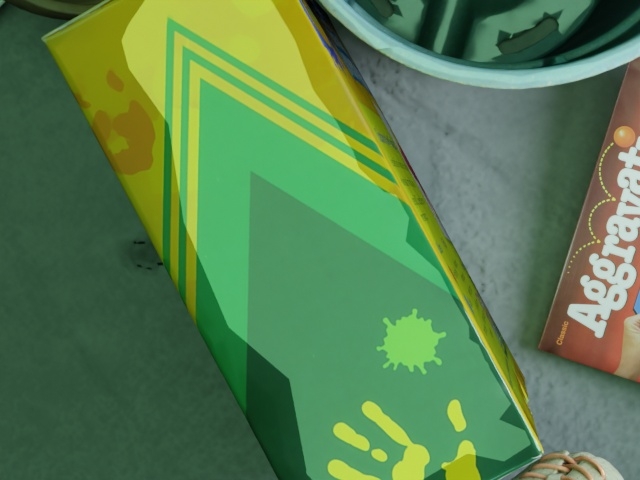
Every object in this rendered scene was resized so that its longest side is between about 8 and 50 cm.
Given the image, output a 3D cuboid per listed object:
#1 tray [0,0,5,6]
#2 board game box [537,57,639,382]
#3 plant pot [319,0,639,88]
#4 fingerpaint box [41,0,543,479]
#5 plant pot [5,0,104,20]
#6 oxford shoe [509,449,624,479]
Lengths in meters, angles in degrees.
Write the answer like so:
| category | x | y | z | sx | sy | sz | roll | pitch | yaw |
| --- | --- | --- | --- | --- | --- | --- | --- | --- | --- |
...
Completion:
| category | x | y | z | sx | sy | sz | roll | pitch | yaw |
| --- | --- | --- | --- | --- | --- | --- | --- | --- | --- |
| tray | -0.263 | -0.322 | 1.377 | 0.145 | 0.030 | 0.270 | 45 | 93 | 3 |
| board game box | 0.290 | -0.018 | 1.300 | 0.145 | 0.027 | 0.281 | 18 | 106 | 12 |
| plant pot | 0.129 | -0.267 | 1.195 | 0.341 | 0.334 | 0.341 | 0 | 89 | 1 |
| fingerpaint box | 0.000 | 0.000 | 1.152 | 0.163 | 0.445 | 0.371 | -28 | 89 | 6 |
| plant pot | -0.222 | -0.289 | 1.281 | 0.237 | 0.110 | 0.237 | 5 | 81 | -31 |
| oxford shoe | 0.153 | 0.217 | 1.191 | 0.140 | 0.397 | 0.146 | 21 | 84 | 26 |
